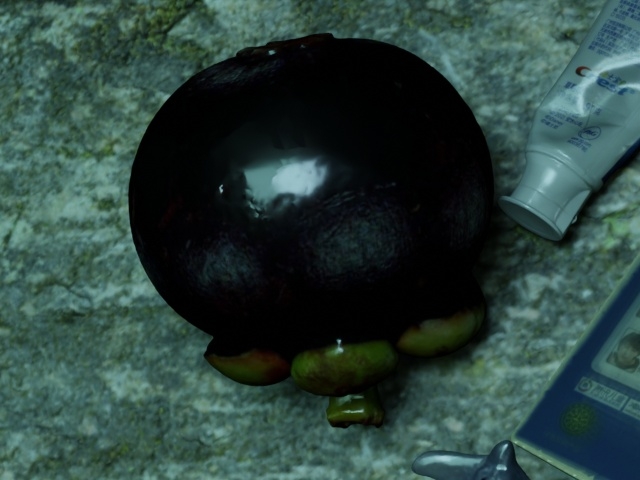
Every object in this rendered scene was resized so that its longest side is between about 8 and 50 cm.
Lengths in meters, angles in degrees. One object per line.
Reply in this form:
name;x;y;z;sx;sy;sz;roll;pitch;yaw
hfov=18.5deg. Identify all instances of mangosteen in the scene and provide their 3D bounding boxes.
mangosteen;0.000;0.000;1.465;0.275;0.275;0.302;-4;104;29

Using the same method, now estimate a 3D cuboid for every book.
book;0.306;0.059;1.338;0.228;0.018;0.322;29;75;34

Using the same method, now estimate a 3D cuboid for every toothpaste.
toothpaste;0.226;-0.124;1.478;0.096;0.061;0.266;28;81;36

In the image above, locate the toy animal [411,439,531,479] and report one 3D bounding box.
toy animal;0.232;0.253;1.325;0.206;0.081;0.367;-34;67;11
